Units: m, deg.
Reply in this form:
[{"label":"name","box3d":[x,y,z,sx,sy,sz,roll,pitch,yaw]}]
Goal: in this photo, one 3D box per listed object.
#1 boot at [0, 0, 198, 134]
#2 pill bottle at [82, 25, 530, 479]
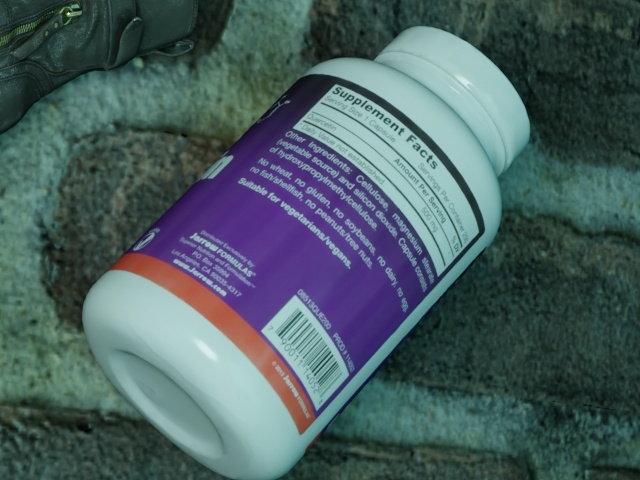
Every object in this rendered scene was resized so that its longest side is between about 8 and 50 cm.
[{"label":"boot","box3d":[-0.176,-0.187,1.194,0.229,0.091,0.263,-36,141,-29]},{"label":"pill bottle","box3d":[0.000,0.000,1.323,0.323,0.181,0.181,-47,124,-23]}]
